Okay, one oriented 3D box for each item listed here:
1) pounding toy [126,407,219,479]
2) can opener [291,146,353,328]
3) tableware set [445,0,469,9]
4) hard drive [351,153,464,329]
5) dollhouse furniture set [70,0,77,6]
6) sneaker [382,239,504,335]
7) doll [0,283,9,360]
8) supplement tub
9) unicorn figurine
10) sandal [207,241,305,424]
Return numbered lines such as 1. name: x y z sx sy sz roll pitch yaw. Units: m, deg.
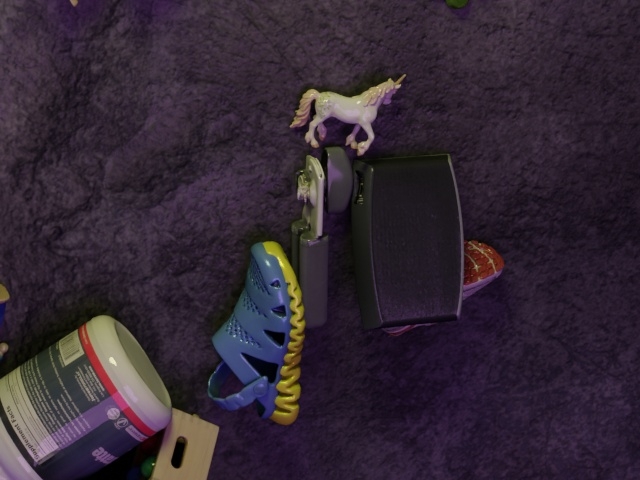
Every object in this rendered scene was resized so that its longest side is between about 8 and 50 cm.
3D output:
1. pounding toy: -0.244 0.330 2.083 0.094 0.181 0.206 25 145 -19
2. can opener: 0.000 0.000 2.020 0.093 0.074 0.280 -4 119 -17
3. tableware set: 0.179 -0.395 1.893 0.104 0.024 0.154 -42 124 10
4. hard drive: 0.135 0.002 2.024 0.172 0.054 0.255 -5 94 -16
5. dollhouse furniture set: -0.246 -0.441 1.652 0.262 0.135 0.259 -30 123 -1
6. sneaker: 0.183 0.074 2.131 0.225 0.088 0.093 -24 144 -5
7. doll: -0.505 0.146 1.946 0.129 0.046 0.189 3 124 -31
8. supplement tub: -0.370 0.251 1.964 0.272 0.191 0.191 -33 123 1
9. unicorn figurine: 0.045 -0.182 1.942 0.161 0.060 0.111 3 117 -21
10. sandal: -0.099 0.148 2.046 0.138 0.126 0.317 -3 118 -13
